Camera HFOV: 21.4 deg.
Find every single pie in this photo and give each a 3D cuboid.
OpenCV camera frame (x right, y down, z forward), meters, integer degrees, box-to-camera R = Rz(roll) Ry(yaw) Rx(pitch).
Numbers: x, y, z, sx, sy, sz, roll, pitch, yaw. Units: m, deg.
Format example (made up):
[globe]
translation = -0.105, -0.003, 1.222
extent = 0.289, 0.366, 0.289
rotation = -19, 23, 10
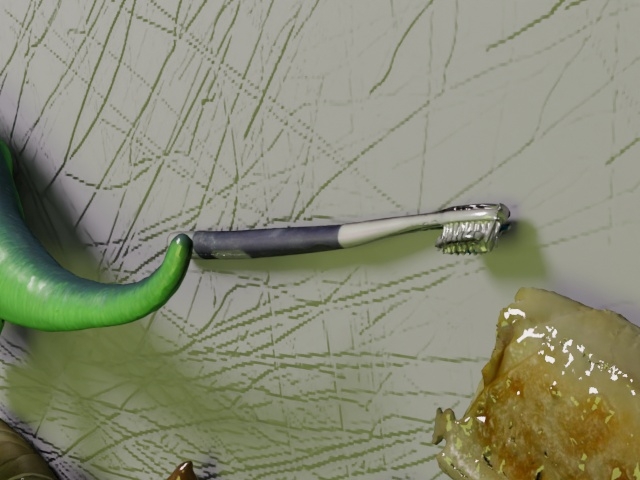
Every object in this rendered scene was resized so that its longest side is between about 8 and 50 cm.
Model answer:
[pie]
translation = 0.170, 0.123, 0.796
extent = 0.282, 0.068, 0.129
rotation = 31, 108, 36

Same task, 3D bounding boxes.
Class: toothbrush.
[toothbrush]
translation = 0.000, 0.000, 0.976
extent = 0.288, 0.026, 0.024
rotation = -3, 142, 49

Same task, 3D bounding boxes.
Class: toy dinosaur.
[toy dinosaur]
translation = -0.243, -0.088, 1.171
extent = 0.500, 0.144, 0.374
rotation = -21, 74, 45

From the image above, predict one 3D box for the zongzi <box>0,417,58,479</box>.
[zongzi]
translation = -0.215, 0.239, 1.274
extent = 0.178, 0.081, 0.189
rotation = -131, 28, -55

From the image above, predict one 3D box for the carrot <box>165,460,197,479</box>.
[carrot]
translation = -0.108, 0.235, 1.140
extent = 0.072, 0.072, 0.205
rotation = 34, 123, 36
